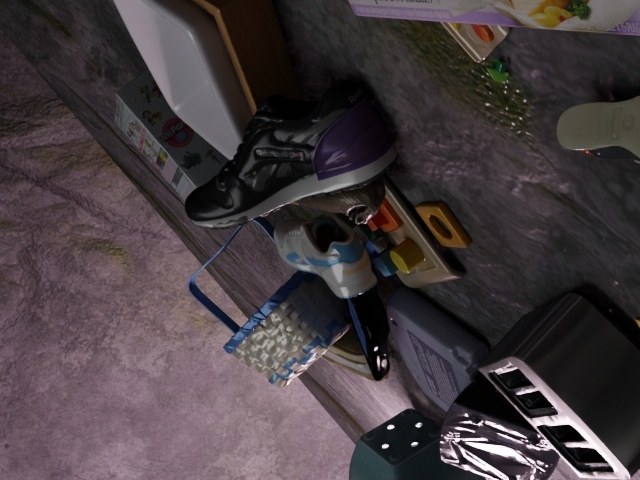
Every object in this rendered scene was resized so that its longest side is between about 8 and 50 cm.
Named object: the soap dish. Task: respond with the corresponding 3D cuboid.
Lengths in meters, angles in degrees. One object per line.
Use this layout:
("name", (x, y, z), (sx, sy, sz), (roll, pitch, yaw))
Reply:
("soap dish", (-0.134, -0.237, 1.006), (0.229, 0.118, 0.291), (39, 163, 32))

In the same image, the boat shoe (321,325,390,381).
("boat shoe", (0.029, 0.210, 1.684), (0.302, 0.113, 0.103), (28, 150, 51))

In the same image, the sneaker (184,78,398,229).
("sneaker", (-0.056, -0.109, 0.951), (0.283, 0.107, 0.124), (-18, 114, 25))

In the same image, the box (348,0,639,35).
("box", (0.120, -0.181, 0.514), (0.324, 0.067, 0.063), (29, 155, 55))

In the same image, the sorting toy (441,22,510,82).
("sorting toy", (0.127, -0.163, 0.640), (0.083, 0.012, 0.062), (49, 165, 0))

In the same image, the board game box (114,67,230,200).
("board game box", (-0.288, -0.183, 1.641), (0.303, 0.097, 0.224), (49, 165, -6))

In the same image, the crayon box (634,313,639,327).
("crayon box", (0.408, 0.160, 0.461), (0.313, 0.106, 0.363), (53, 165, -16))

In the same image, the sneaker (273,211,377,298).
("sneaker", (0.000, 0.000, 1.165), (0.228, 0.087, 0.092), (27, 141, 54))

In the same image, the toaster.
("toaster", (0.272, 0.150, 0.826), (0.168, 0.110, 0.186), (46, 165, 7))

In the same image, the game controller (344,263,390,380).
("game controller", (0.074, 0.133, 1.349), (0.319, 0.067, 0.167), (76, -177, -68))

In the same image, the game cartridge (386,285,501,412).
("game cartridge", (0.199, 0.198, 1.281), (0.196, 0.060, 0.294), (32, 158, 38))

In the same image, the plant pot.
("plant pot", (0.205, 0.521, 1.739), (0.247, 0.247, 0.252), (25, 136, 59))

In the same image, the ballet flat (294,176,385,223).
("ballet flat", (0.004, -0.057, 1.033), (0.250, 0.084, 0.058), (9, 118, 58))

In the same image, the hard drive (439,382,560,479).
("hard drive", (0.268, 0.298, 1.200), (0.172, 0.054, 0.255), (18, 150, 15))

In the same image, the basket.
("basket", (-0.102, 0.120, 1.548), (0.289, 0.201, 0.255), (45, 128, -4))

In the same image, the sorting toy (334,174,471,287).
("sorting toy", (0.089, -0.006, 1.086), (0.196, 0.047, 0.347), (49, 165, -2))

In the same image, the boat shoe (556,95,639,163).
("boat shoe", (0.222, -0.073, 0.541), (0.043, 0.049, 0.137), (8, -177, -29))
